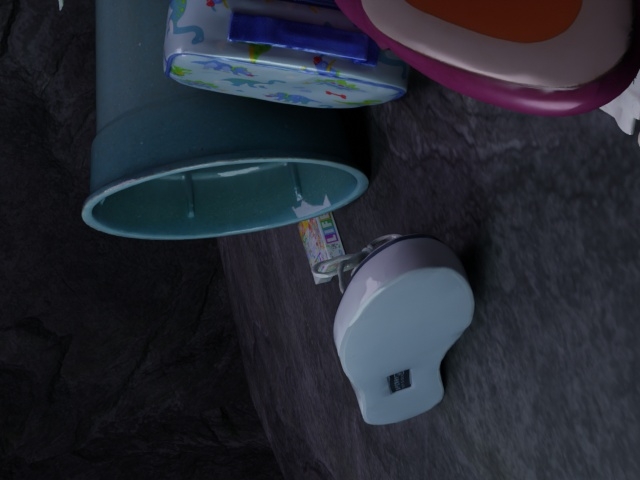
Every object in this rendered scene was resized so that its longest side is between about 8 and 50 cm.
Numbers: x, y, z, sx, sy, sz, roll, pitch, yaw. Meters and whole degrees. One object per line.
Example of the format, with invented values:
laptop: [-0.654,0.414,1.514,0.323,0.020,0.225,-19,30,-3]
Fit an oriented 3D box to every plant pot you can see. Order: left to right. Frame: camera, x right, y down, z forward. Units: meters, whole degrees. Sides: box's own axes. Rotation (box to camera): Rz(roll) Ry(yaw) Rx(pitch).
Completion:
plant pot: [-0.136,-0.202,1.051,0.341,0.341,0.334,127,135,-75]

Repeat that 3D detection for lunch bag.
lunch bag: [-0.030,-0.178,0.776,0.176,0.219,0.090,-160,76,-78]

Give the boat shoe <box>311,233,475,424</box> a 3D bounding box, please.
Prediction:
boat shoe: [0.070,0.060,0.875,0.367,0.136,0.156,77,176,-61]

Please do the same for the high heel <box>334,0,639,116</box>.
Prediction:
high heel: [0.093,-0.143,0.528,0.181,0.127,0.377,48,-168,-41]

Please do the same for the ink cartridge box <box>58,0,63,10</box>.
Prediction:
ink cartridge box: [-0.220,-0.329,0.664,0.171,0.056,0.235,115,159,-65]

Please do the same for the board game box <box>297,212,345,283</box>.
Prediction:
board game box: [0.000,0.000,1.317,0.154,0.026,0.103,116,137,-72]

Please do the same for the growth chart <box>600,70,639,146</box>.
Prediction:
growth chart: [0.142,-0.149,0.471,0.237,0.021,0.172,-115,16,-64]
